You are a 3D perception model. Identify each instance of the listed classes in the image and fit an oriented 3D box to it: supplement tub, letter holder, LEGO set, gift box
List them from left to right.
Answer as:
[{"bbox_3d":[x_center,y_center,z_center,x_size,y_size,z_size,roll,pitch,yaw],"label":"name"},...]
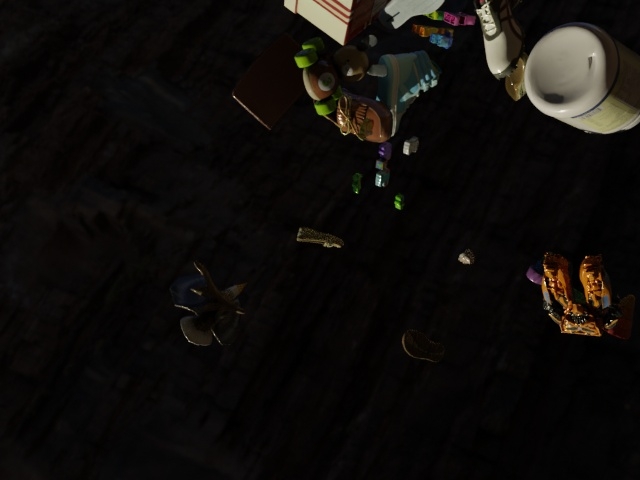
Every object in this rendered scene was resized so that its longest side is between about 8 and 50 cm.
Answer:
[{"bbox_3d":[-0.181,-0.605,2.655,0.302,0.214,0.152,-49,27,3],"label":"letter holder"},{"bbox_3d":[0.057,-0.748,1.943,0.255,0.258,0.276,-44,-16,-30],"label":"gift box"},{"bbox_3d":[0.297,-0.524,1.733,0.093,0.227,0.087,-4,-59,-24],"label":"LEGO set"},{"bbox_3d":[0.702,-0.406,1.843,0.324,0.235,0.236,7,-72,-46],"label":"supplement tub"}]

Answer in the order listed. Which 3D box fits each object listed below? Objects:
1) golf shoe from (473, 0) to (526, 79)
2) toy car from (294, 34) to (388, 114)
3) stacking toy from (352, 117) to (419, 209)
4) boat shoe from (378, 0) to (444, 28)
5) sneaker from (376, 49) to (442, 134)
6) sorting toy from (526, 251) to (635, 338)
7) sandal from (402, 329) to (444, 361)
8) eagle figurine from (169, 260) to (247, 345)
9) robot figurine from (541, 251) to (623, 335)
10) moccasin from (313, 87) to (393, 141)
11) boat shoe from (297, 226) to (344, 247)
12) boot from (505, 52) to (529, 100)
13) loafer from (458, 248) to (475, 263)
[{"bbox_3d":[0.401,-0.508,1.652,0.105,0.120,0.273,-15,69,55],"label":"golf shoe"},{"bbox_3d":[0.060,-0.411,1.698,0.149,0.188,0.155,-70,-39,-53],"label":"toy car"},{"bbox_3d":[0.175,-0.208,1.954,0.052,0.166,0.221,-28,-46,-44],"label":"stacking toy"},{"bbox_3d":[0.209,-0.548,1.592,0.226,0.083,0.076,-2,55,59],"label":"boat shoe"},{"bbox_3d":[0.297,-0.484,2.350,0.208,0.127,0.319,-17,-35,-11],"label":"sneaker"},{"bbox_3d":[0.831,0.153,2.235,0.127,0.365,0.126,-12,-47,-55],"label":"sorting toy"},{"bbox_3d":[0.287,0.301,2.039,0.180,0.049,0.072,27,-93,-40],"label":"sandal"},{"bbox_3d":[-0.303,0.185,2.028,0.298,0.225,0.227,152,115,-67],"label":"eagle figurine"},{"bbox_3d":[0.693,0.154,1.922,0.085,0.211,0.291,-59,-42,-37],"label":"robot figurine"},{"bbox_3d":[0.101,-0.406,2.278,0.146,0.380,0.139,-10,-55,-28],"label":"moccasin"},{"bbox_3d":[0.000,0.000,2.305,0.056,0.152,0.048,154,133,-71],"label":"boat shoe"},{"bbox_3d":[0.618,-0.506,2.050,0.165,0.077,0.213,-32,-22,0],"label":"boot"},{"bbox_3d":[0.417,0.052,2.016,0.045,0.039,0.125,-36,-12,8],"label":"loafer"}]
